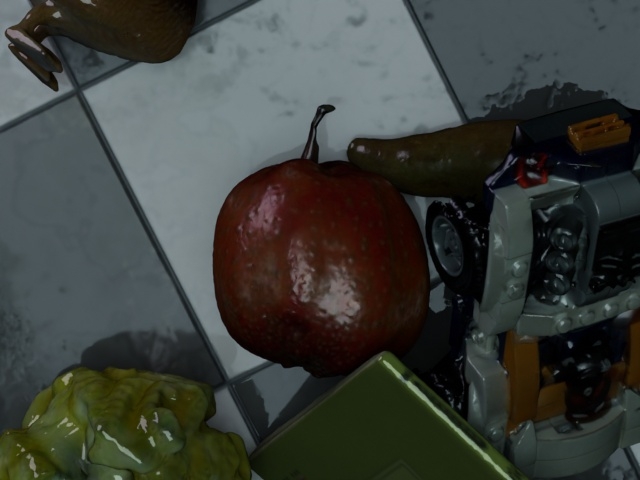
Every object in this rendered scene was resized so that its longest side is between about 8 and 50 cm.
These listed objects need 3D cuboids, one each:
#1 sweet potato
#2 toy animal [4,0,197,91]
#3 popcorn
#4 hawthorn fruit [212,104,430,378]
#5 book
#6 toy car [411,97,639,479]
[{"bbox_3d":[0.140,-0.048,1.368,0.244,0.077,0.077,5,97,0],"label":"sweet potato"},{"bbox_3d":[-0.166,-0.206,1.368,0.188,0.089,0.179,44,80,-2],"label":"toy animal"},{"bbox_3d":[-0.143,0.181,1.363,0.187,0.167,0.185,-23,100,9],"label":"popcorn"},{"bbox_3d":[0.000,0.000,1.343,0.157,0.157,0.194,-1,93,3],"label":"hawthorn fruit"},{"bbox_3d":[0.123,0.236,1.340,0.352,0.239,0.035,44,57,-2],"label":"book"},{"bbox_3d":[0.162,0.041,1.280,0.193,0.118,0.301,-15,135,-22],"label":"toy car"}]
